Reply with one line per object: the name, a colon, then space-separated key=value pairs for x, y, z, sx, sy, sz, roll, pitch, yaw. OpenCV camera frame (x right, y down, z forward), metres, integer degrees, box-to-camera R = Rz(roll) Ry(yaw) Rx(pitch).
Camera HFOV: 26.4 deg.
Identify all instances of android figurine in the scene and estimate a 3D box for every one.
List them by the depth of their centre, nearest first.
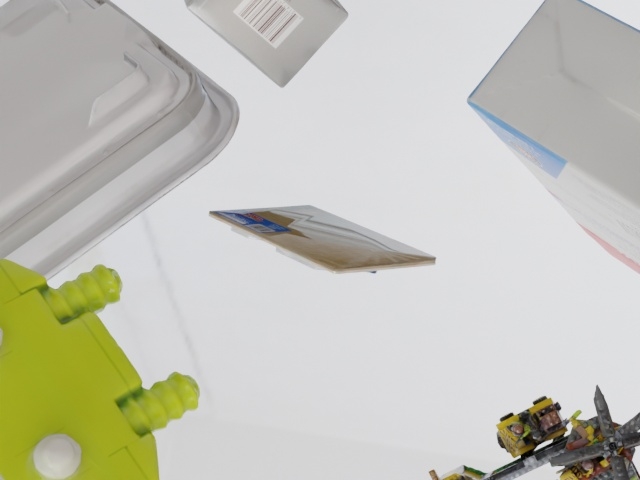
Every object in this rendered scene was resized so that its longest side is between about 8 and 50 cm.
android figurine: x=-0.179 y=0.103 z=0.558 sx=0.273 sy=0.248 sz=0.056 roll=-28 pitch=-17 yaw=-26

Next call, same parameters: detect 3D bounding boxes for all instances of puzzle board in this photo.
puzzle board: x=0.000 y=0.000 z=0.917 sx=0.096 sy=0.128 sz=0.011 roll=-5 pitch=-70 yaw=-44

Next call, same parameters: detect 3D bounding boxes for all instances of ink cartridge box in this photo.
ink cartridge box: x=0.191 y=-0.026 z=0.735 sx=0.078 sy=0.134 sz=0.231 roll=-53 pitch=-37 yaw=1

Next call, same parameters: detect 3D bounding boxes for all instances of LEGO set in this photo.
LEGO set: x=0.229 y=0.306 z=1.200 sx=0.192 sy=0.255 sz=0.331 roll=11 pitch=-121 yaw=-77

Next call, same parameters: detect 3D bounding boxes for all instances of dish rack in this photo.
dish rack: x=-0.248 y=-0.062 z=0.965 sx=0.333 sy=0.285 sz=0.072 roll=-37 pitch=-50 yaw=-11

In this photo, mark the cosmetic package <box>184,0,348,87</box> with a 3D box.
cosmetic package: x=-0.068 y=-0.253 z=1.326 sx=0.107 sy=0.127 sz=0.238 roll=-46 pitch=27 yaw=14
